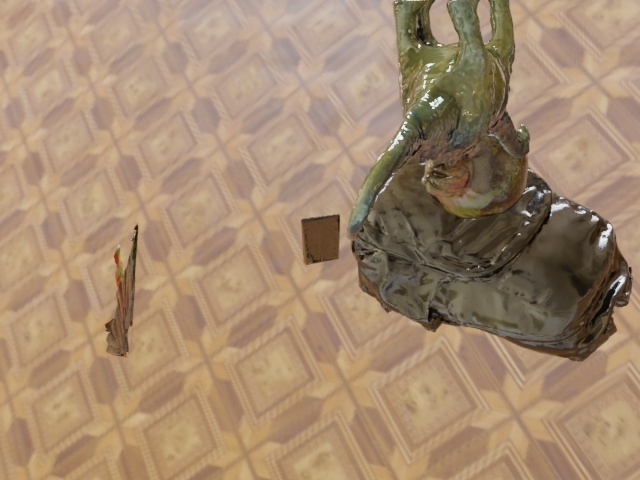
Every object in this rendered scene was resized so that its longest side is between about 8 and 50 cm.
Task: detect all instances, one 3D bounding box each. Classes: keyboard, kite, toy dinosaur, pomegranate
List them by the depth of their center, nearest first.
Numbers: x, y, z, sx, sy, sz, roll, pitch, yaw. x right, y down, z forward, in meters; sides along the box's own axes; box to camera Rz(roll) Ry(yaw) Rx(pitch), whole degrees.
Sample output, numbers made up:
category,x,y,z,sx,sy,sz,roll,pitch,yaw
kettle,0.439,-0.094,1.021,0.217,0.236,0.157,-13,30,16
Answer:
category,x,y,z,sx,sy,sz,roll,pitch,yaw
toy dinosaur,0.094,-0.106,0.693,0.076,0.363,0.147,-4,101,25
kite,-0.247,0.071,1.245,0.014,0.183,0.241,4,43,-1
pomegranate,0.187,-0.097,1.260,0.138,0.163,0.126,7,77,40
keyboard,0.000,0.000,1.625,0.063,0.198,0.010,-9,69,-3

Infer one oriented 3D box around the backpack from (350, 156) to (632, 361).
category,x,y,z,sx,sy,sz,roll,pitch,yaw
backpack,0.288,0.023,1.637,0.445,0.255,0.363,27,58,23
